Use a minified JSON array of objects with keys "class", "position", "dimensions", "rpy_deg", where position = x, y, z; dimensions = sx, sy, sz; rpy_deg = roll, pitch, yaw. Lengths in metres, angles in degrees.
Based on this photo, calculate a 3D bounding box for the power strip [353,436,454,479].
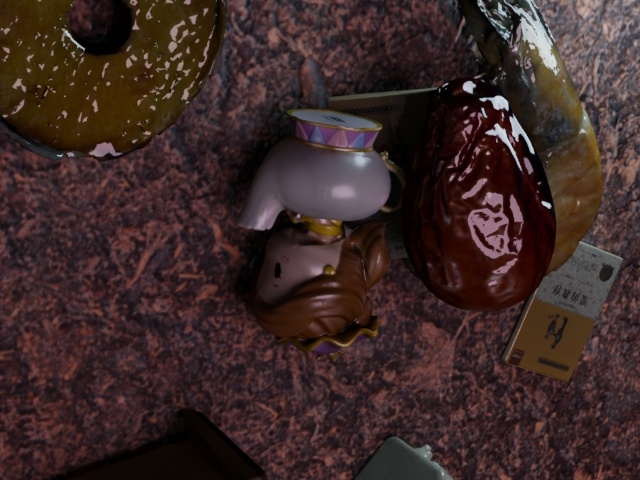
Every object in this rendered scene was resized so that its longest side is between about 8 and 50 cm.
[{"class":"power strip","position":[0.049,0.346,1.840],"dimensions":[0.270,0.118,0.046],"rpy_deg":[-50,123,-7]}]

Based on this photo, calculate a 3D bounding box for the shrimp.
[{"class":"shrimp","position":[0.176,-0.121,1.780],"dimensions":[0.272,0.085,0.445],"rpy_deg":[-29,124,-14]}]

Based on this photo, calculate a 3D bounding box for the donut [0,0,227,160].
[{"class":"donut","position":[-0.223,-0.207,1.470],"dimensions":[0.272,0.107,0.272],"rpy_deg":[-16,121,-29]}]

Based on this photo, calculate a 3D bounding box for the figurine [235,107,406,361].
[{"class":"figurine","position":[0.000,0.000,1.661],"dimensions":[0.189,0.142,0.263],"rpy_deg":[3,104,-17]}]

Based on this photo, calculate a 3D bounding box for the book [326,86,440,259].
[{"class":"book","position":[0.084,-0.069,1.726],"dimensions":[0.138,0.016,0.199],"rpy_deg":[-6,117,2]}]

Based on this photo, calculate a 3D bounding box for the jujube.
[{"class":"jujube","position":[0.161,-0.046,1.642],"dimensions":[0.168,0.168,0.236],"rpy_deg":[-17,111,-27]}]

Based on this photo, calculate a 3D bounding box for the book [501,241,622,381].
[{"class":"book","position":[0.299,0.084,1.971],"dimensions":[0.118,0.012,0.172],"rpy_deg":[19,97,-36]}]

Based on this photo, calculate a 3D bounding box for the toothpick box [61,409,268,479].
[{"class":"toothpick box","position":[-0.220,0.329,1.627],"dimensions":[0.308,0.187,0.190],"rpy_deg":[-15,116,-24]}]
